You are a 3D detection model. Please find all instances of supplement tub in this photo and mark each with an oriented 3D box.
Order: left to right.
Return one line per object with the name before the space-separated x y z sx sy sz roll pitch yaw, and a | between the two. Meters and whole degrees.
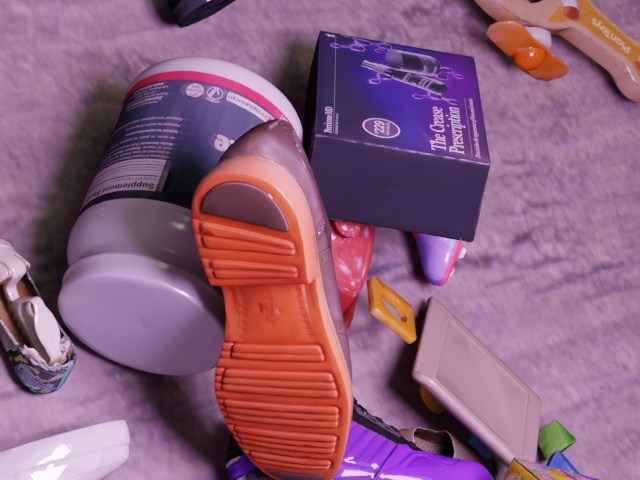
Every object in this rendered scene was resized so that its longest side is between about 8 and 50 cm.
supplement tub | -0.135 -0.026 1.561 0.191 0.191 0.272 30 53 -20

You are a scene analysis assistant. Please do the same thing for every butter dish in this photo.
butter dish | 0.000 0.000 1.692 0.160 0.118 0.160 29 55 -21

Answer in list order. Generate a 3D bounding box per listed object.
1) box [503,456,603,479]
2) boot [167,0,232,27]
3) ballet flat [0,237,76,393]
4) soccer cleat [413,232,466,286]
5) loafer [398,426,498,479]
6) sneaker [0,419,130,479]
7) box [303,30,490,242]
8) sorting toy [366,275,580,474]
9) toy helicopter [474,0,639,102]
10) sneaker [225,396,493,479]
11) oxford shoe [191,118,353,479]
box | 0.290 0.399 1.572 0.290 0.177 0.279 17 100 -28
boot | -0.138 -0.367 1.792 0.207 0.094 0.246 54 42 -5
ballet flat | -0.284 0.053 1.499 0.070 0.070 0.188 -30 86 -41
soccer cleat | 0.126 -0.060 1.848 0.095 0.083 0.248 13 60 -7
loafer | 0.135 0.235 1.714 0.148 0.050 0.056 15 60 -28
sneaker | -0.273 0.272 1.378 0.292 0.108 0.169 -20 82 -30
box | 0.076 -0.117 1.711 0.184 0.103 0.261 7 31 -4
sorting toy | 0.164 0.168 1.742 0.347 0.047 0.196 44 22 -12
toy helicopter | 0.315 -0.283 2.052 0.355 0.140 0.235 35 53 -21
sneaker | 0.041 0.212 1.612 0.293 0.102 0.146 3 61 -26
oxford shoe | -0.023 0.063 1.441 0.130 0.364 0.133 5 35 15
